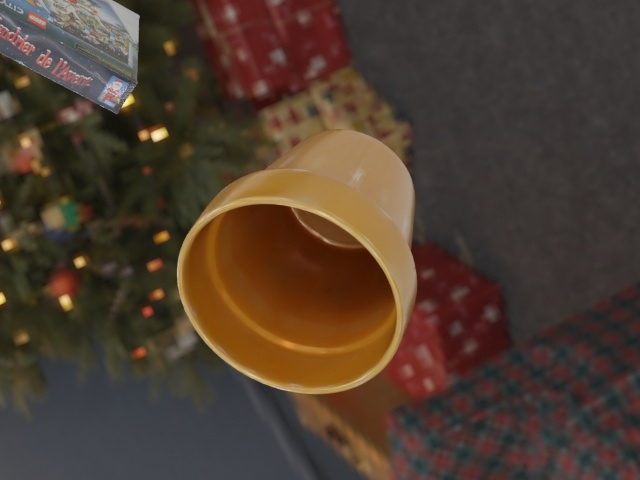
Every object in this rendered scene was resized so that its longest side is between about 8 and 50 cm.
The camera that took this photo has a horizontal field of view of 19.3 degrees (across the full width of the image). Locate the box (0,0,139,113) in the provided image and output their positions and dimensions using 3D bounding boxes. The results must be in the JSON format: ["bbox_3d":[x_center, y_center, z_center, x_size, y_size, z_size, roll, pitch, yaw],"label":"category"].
[{"bbox_3d":[-0.297,-0.235,1.930,0.044,0.233,0.159,-52,22,25],"label":"box"}]

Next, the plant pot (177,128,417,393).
[{"bbox_3d":[0.000,0.000,1.678,0.205,0.188,0.205,10,126,14],"label":"plant pot"}]
